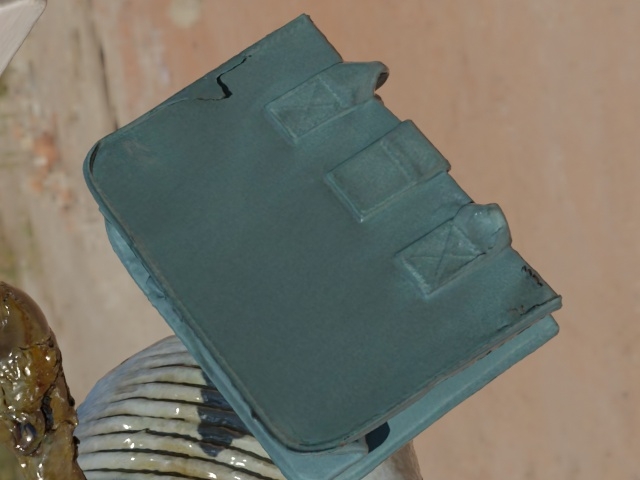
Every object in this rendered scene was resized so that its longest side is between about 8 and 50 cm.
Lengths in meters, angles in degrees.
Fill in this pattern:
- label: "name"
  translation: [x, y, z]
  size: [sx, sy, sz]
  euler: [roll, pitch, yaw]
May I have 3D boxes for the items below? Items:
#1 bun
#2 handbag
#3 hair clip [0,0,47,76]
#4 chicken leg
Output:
- label: "bun"
  translation: [-0.083, 0.246, 1.515]
  size: [0.211, 0.361, 0.362]
  euler: [82, 170, -48]
- label: "handbag"
  translation: [0.000, 0.000, 0.911]
  size: [0.229, 0.179, 0.062]
  euler: [49, 165, 27]
- label: "hair clip"
  translation: [-0.327, -0.097, 1.342]
  size: [0.331, 0.101, 0.085]
  euler: [-51, 36, 28]
- label: "chicken leg"
  translation: [-0.205, 0.125, 1.247]
  size: [0.069, 0.085, 0.198]
  euler: [-94, -20, -82]
